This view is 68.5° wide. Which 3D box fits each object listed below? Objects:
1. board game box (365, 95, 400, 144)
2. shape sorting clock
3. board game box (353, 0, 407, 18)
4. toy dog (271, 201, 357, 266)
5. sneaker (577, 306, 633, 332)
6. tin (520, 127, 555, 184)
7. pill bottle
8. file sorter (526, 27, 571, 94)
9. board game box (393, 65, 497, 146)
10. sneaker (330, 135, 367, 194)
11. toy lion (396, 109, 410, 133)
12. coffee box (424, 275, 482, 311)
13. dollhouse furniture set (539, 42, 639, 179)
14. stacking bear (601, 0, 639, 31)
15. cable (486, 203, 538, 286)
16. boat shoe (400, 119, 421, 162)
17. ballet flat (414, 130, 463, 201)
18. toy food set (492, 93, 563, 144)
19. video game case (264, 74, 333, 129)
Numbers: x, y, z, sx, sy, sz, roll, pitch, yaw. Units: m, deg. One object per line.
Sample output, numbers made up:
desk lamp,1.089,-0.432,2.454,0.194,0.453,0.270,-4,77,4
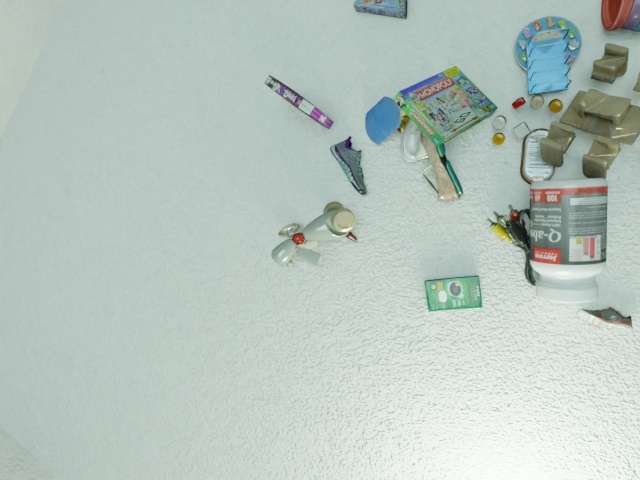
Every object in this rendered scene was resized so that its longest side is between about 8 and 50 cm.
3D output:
board game box,0.232,-0.434,1.698,0.169,0.033,0.133,-37,68,45
shape sorting clock,0.756,-0.649,1.564,0.206,0.040,0.206,0,88,16
board game box,0.220,-0.910,1.721,0.194,0.060,0.194,1,89,16
toy dog,0.000,0.000,1.710,0.334,0.220,0.161,-27,113,21
sneaker,0.905,0.241,1.495,0.158,0.061,0.064,18,66,15
tin,0.726,-0.279,1.565,0.106,0.040,0.189,4,90,21
pill bottle,0.752,-0.005,1.433,0.210,0.210,0.362,-1,96,16
file sorter,0.729,-0.570,1.499,0.118,0.104,0.170,-3,92,18
board game box,0.417,-0.449,1.548,0.317,0.046,0.213,-33,77,-32
sneaker,0.126,-0.277,1.720,0.098,0.083,0.223,-32,79,8
toy lion,0.309,-0.438,1.697,0.100,0.034,0.096,-43,85,11
coffee box,0.460,0.184,1.626,0.184,0.040,0.113,-9,86,17
dollhouse furniture set,0.950,-0.328,1.428,0.394,0.256,0.362,34,91,34
stacking bear,1.043,-0.723,1.427,0.289,0.175,0.164,3,87,9
cable,0.684,0.010,1.573,0.140,0.072,0.287,-32,92,-4
boat shoe,0.349,-0.403,1.642,0.095,0.084,0.258,13,93,-6
ballet flat,0.384,-0.271,1.597,0.106,0.107,0.315,-17,103,28
toy food set,0.675,-0.416,1.570,0.232,0.104,0.111,-35,93,31
video game case,-0.072,-0.497,1.706,0.210,0.232,0.041,37,101,14
